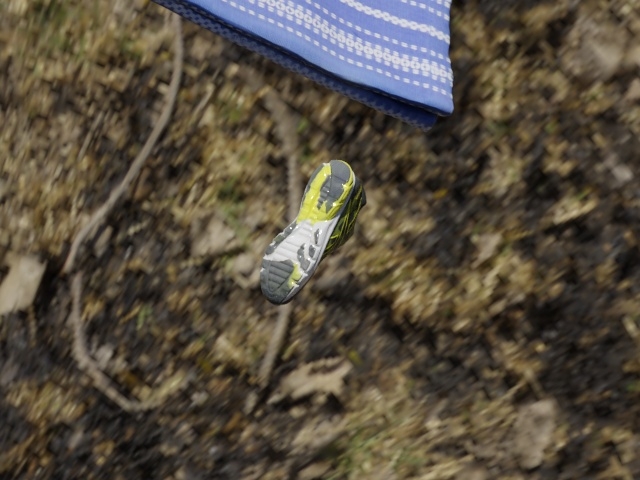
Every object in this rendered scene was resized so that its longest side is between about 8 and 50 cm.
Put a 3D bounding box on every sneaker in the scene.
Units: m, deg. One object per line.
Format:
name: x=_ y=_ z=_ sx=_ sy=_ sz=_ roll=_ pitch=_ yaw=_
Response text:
sneaker: x=0.000 y=0.000 z=0.993 sx=0.031 sy=0.035 sz=0.083 roll=31 pitch=90 yaw=37

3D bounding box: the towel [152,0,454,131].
towel: x=-0.008 y=-0.248 z=1.242 sx=0.243 sy=0.040 sz=0.336 roll=23 pitch=49 yaw=-23
